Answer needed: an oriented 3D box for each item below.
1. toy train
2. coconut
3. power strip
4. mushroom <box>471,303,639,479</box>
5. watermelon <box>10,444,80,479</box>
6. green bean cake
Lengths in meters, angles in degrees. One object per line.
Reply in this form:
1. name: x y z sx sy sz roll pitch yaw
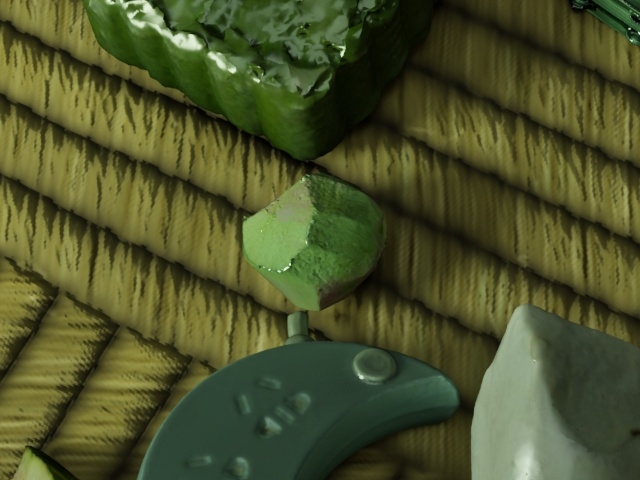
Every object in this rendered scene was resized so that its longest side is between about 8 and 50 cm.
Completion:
1. toy train: 0.207 -0.169 1.073 0.093 0.038 0.056 37 71 18
2. coconut: 0.000 0.000 0.993 0.082 0.081 0.083 -35 39 22
3. power strip: -0.018 0.139 0.910 0.168 0.054 0.253 13 49 6
4. mushroom: 0.115 0.179 0.893 0.118 0.103 0.270 18 74 11
5. watermelon: -0.145 0.268 0.885 0.128 0.159 0.303 27 67 -26
6. green bean cake: -0.035 -0.177 1.052 0.214 0.113 0.200 27 70 14
